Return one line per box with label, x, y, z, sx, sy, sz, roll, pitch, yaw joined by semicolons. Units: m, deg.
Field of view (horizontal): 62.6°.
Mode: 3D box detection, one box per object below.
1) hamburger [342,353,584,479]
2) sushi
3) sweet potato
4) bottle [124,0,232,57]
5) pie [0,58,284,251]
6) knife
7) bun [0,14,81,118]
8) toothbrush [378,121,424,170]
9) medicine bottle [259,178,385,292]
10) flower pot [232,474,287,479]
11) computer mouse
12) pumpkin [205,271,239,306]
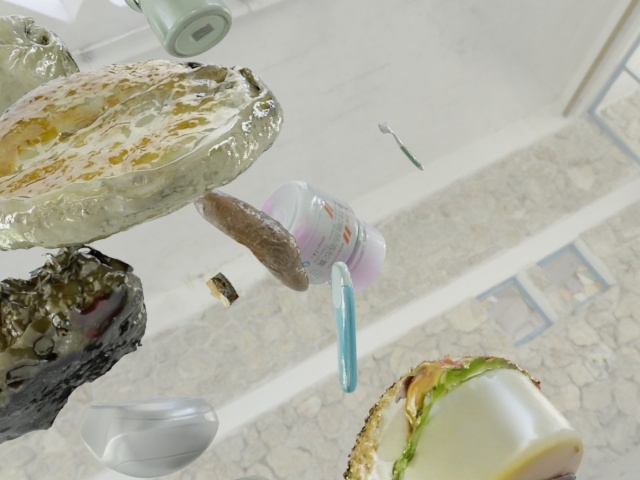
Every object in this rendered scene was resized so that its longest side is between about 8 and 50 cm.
hamburger;0.153;0.264;0.593;0.276;0.179;0.294;7;-75;-39
sushi;-0.285;0.089;0.524;0.212;0.147;0.115;-37;-26;-27
sweet potato;-0.115;-0.001;1.093;0.341;0.092;0.114;43;-34;-26
bottle;-0.419;-0.688;1.417;0.229;0.351;0.229;-33;-3;-2
pie;-0.197;-0.099;0.517;0.339;0.339;0.077;-25;-49;-15
knife;0.041;0.144;0.866;0.031;0.221;0.064;-7;8;-24
bun;-0.780;-0.436;1.344;0.234;0.326;0.362;-43;-29;23
toothbrush;0.198;-0.220;1.257;0.024;0.018;0.257;-4;-17;31
medicine bottle;0.000;0.000;1.387;0.302;0.241;0.241;26;-58;-34
flower pot;-0.103;0.523;0.876;0.246;0.246;0.195;-34;-48;4
computer mouse;-0.279;0.319;0.865;0.184;0.121;0.297;2;-17;-39
pumpkin;-0.204;0.106;1.090;0.035;0.073;0.101;-45;-2;5
